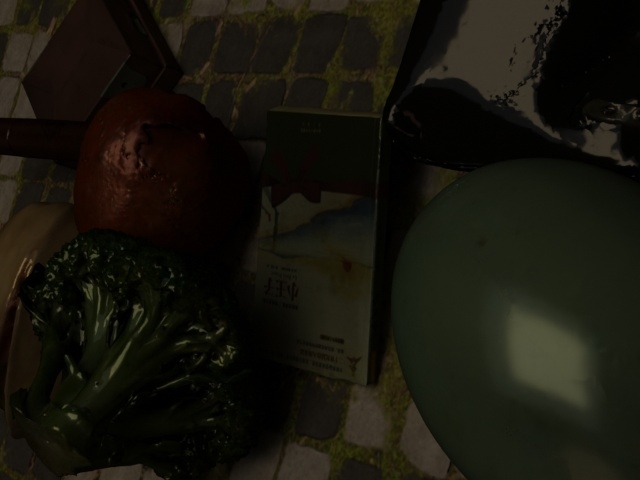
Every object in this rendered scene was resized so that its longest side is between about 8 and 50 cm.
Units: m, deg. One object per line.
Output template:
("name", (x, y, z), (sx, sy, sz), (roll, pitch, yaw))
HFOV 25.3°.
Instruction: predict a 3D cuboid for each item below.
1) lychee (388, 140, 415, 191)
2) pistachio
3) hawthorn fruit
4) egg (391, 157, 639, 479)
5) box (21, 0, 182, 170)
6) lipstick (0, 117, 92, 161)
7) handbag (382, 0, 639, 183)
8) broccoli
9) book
("lychee", (0.066, -0.086, 1.545), (0.083, 0.068, 0.067), (-34, 91, 27))
("pistachio", (-0.361, 0.103, 1.850), (0.194, 0.214, 0.318), (20, 96, 12))
("hawthorn fruit", (-0.206, -0.036, 1.729), (0.211, 0.211, 0.299), (32, 103, 49))
("egg", (0.210, 0.089, 1.153), (0.276, 0.276, 0.389), (-56, 41, 17))
("box", (-0.313, -0.226, 2.008), (0.215, 0.086, 0.215), (-51, 44, 23))
("lipstick", (-0.375, -0.137, 1.933), (0.357, 0.057, 0.057), (7, 81, 49))
("handbag", (0.239, -0.205, 1.351), (0.288, 0.152, 0.342), (22, 95, 38))
("broccoli", (-0.199, 0.146, 1.579), (0.304, 0.321, 0.283), (-16, 21, 46))
("book", (0.000, 0.000, 1.560), (0.201, 0.026, 0.289), (9, 98, 48))
